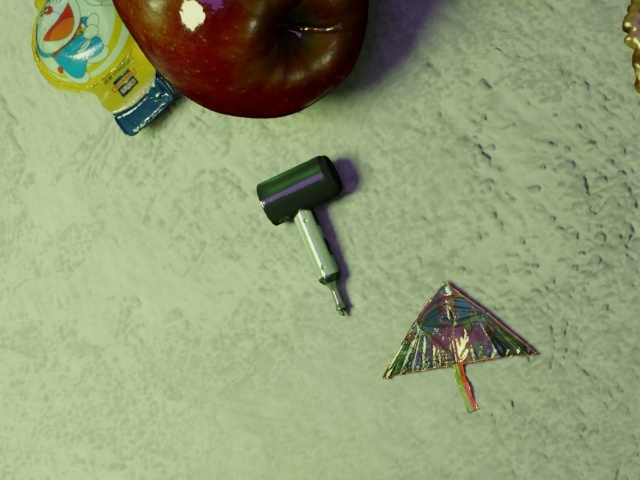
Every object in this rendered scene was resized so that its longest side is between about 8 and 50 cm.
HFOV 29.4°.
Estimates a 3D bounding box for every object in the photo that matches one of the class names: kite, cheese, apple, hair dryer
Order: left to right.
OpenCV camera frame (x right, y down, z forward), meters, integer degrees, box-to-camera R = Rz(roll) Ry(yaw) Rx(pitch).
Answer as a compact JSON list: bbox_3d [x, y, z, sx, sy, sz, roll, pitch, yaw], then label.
[{"bbox_3d":[-0.295,-0.259,1.645,0.177,0.069,0.270,-42,71,8],"label":"cheese"},{"bbox_3d":[-0.100,-0.295,1.473,0.317,0.288,0.288,39,94,34],"label":"apple"},{"bbox_3d":[0.000,0.000,1.518,0.100,0.057,0.198,-23,83,14],"label":"hair dryer"},{"bbox_3d":[0.161,0.127,1.456,0.190,0.010,0.159,-10,79,19],"label":"kite"}]

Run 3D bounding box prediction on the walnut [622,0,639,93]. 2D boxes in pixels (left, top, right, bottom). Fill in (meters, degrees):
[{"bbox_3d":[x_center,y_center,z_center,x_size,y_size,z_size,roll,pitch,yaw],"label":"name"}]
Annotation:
[{"bbox_3d":[0.419,-0.229,1.399,0.142,0.069,0.170,3,83,18],"label":"walnut"}]
